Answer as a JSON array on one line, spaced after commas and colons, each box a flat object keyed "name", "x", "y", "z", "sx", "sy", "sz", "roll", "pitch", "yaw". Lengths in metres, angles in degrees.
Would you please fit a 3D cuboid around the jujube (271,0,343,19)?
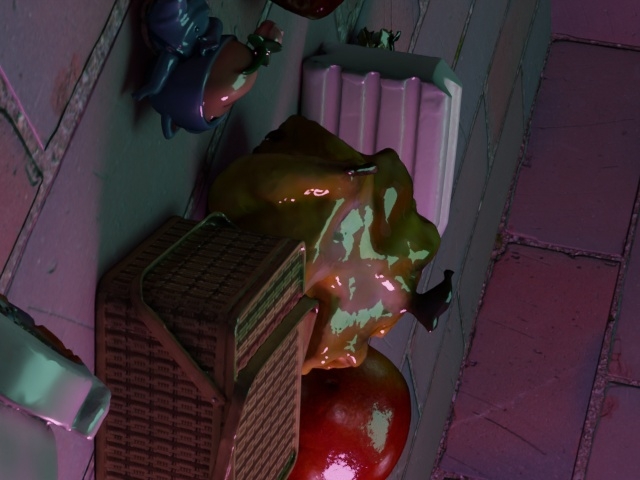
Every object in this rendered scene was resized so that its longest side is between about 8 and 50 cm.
[{"name": "jujube", "x": 0.003, "y": -0.388, "z": 1.761, "sx": 0.255, "sy": 0.190, "sz": 0.190, "roll": -67, "pitch": 170, "yaw": 20}]

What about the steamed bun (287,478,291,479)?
[{"name": "steamed bun", "x": -0.064, "y": 0.402, "z": 1.979, "sx": 0.106, "sy": 0.192, "sz": 0.177, "roll": -81, "pitch": -173, "yaw": -74}]

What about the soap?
[{"name": "soap", "x": 0.077, "y": -0.084, "z": 2.123, "sx": 0.115, "sy": 0.208, "sz": 0.347, "roll": -48, "pitch": 145, "yaw": -63}]

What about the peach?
[{"name": "peach", "x": 0.021, "y": 0.259, "z": 2.181, "sx": 0.243, "sy": 0.199, "sz": 0.243, "roll": -37, "pitch": 133, "yaw": -54}]

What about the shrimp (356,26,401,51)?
[{"name": "shrimp", "x": 0.085, "y": -0.198, "z": 2.347, "sx": 0.287, "sy": 0.068, "sz": 0.185, "roll": 56, "pitch": 49, "yaw": -72}]

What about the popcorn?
[{"name": "popcorn", "x": 0.000, "y": 0.000, "z": 1.850, "sx": 0.297, "sy": 0.281, "sz": 0.316, "roll": -22, "pitch": 111, "yaw": -36}]

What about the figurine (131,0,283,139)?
[{"name": "figurine", "x": -0.113, "y": -0.190, "z": 1.507, "sx": 0.114, "sy": 0.144, "sz": 0.178, "roll": -77, "pitch": 158, "yaw": -54}]

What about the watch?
[{"name": "watch", "x": -0.283, "y": 0.125, "z": 1.017, "sx": 0.231, "sy": 0.244, "sz": 0.196, "roll": -55, "pitch": 159, "yaw": -4}]

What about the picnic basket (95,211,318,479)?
[{"name": "picnic basket", "x": -0.118, "y": 0.149, "z": 1.638, "sx": 0.228, "sy": 0.175, "sz": 0.313, "roll": -49, "pitch": 146, "yaw": -61}]
